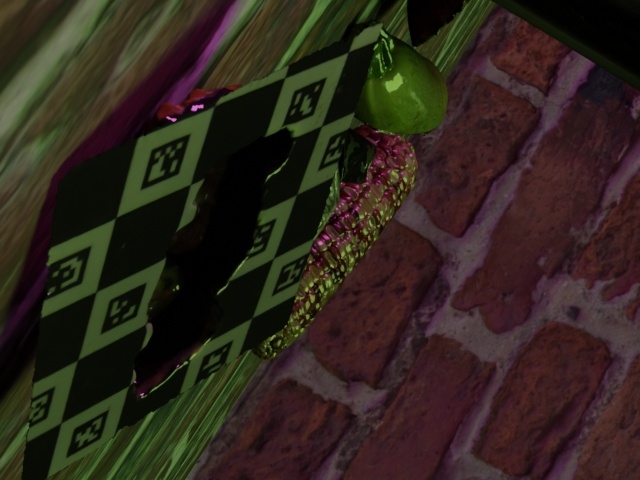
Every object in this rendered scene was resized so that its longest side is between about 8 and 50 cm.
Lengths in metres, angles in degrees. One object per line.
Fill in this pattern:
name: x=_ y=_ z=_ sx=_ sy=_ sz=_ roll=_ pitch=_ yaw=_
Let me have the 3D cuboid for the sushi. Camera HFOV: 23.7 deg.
sushi: x=-0.075 y=-0.003 z=0.712 sx=0.192 sy=0.050 sz=0.215 roll=-31 pitch=151 yaw=-39

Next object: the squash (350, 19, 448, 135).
squash: x=0.047 y=-0.131 z=1.237 sx=0.075 sy=0.090 sz=0.200 roll=-27 pitch=169 yaw=13

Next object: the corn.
corn: x=0.000 y=0.000 z=1.511 sx=0.290 sy=0.098 sz=0.098 roll=-55 pitch=176 yaw=-30

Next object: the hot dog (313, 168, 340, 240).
hot dog: x=-0.022 y=-0.029 z=1.263 sx=0.108 sy=0.059 sz=0.191 roll=-50 pitch=-176 yaw=7

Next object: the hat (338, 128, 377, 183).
hat: x=0.022 y=-0.076 z=1.392 sx=0.121 sy=0.050 sz=0.121 roll=-164 pitch=-90 yaw=-77

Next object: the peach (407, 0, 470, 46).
peach: x=0.123 y=-0.248 z=1.288 sx=0.189 sy=0.068 sz=0.279 roll=-51 pitch=-178 yaw=24

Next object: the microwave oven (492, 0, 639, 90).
microwave oven: x=0.262 y=-0.227 z=0.975 sx=0.286 sy=0.355 sz=0.218 roll=-58 pitch=177 yaw=-6
